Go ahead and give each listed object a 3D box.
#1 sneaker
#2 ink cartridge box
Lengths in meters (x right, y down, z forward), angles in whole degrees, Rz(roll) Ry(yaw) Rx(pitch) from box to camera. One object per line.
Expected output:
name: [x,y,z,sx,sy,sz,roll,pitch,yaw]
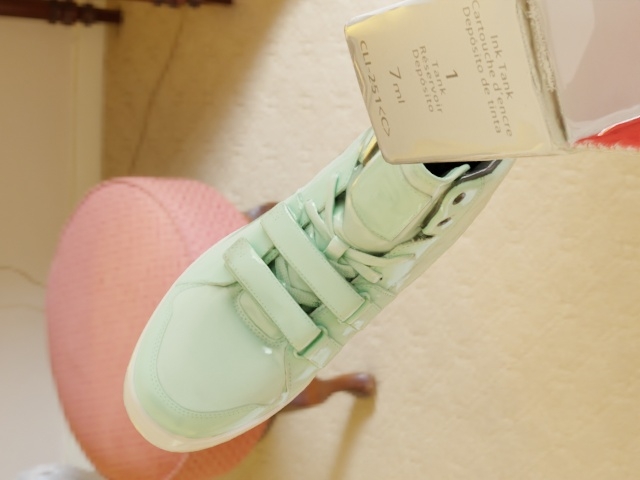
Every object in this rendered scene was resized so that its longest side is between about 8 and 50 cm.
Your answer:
sneaker: [0.000,-0.001,0.634,0.094,0.256,0.151,46,162,9]
ink cartridge box: [0.192,-0.098,0.412,0.261,0.296,0.066,9,118,68]
